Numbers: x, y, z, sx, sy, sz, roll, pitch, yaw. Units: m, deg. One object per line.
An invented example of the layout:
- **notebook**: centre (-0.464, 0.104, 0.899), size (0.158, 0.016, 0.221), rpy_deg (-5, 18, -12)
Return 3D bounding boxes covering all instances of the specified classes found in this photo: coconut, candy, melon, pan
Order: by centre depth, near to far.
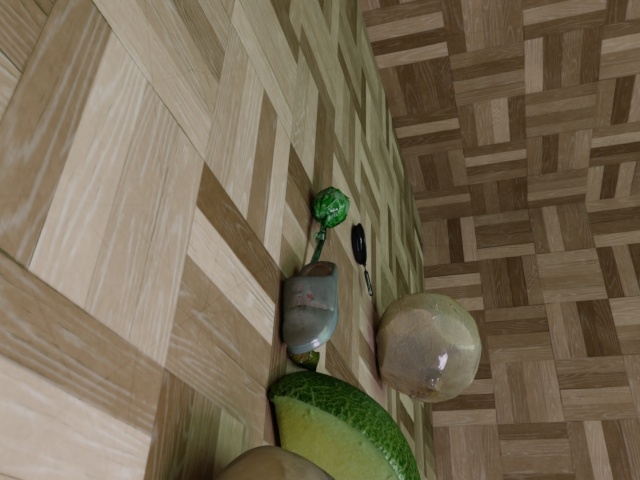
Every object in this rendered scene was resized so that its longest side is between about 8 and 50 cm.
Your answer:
- **melon**: centre (0.042, 0.387, 1.187), size (0.226, 0.331, 0.343), rpy_deg (-61, 176, 8)
- **candy**: centre (-0.001, -0.002, 1.389), size (0.097, 0.097, 0.323), rpy_deg (69, 28, -42)
- **pan**: centre (0.131, 0.062, 1.901), size (0.136, 0.028, 0.234), rpy_deg (3, 77, -74)
- **coconut**: centre (0.349, 0.355, 1.983), size (0.360, 0.347, 0.345), rpy_deg (-68, 147, -64)

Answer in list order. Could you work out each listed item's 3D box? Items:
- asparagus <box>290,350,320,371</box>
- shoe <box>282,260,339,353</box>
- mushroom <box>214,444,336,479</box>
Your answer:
- **asparagus**: centre (-0.020, 0.246, 1.237), size (0.041, 0.045, 0.178), rpy_deg (47, -3, 23)
- **shoe**: centre (-0.023, 0.109, 1.190), size (0.251, 0.103, 0.100), rpy_deg (-78, 148, -53)
- **mushroom**: centre (0.009, 0.399, 0.739), size (0.314, 0.337, 0.314), rpy_deg (-11, 90, -83)
